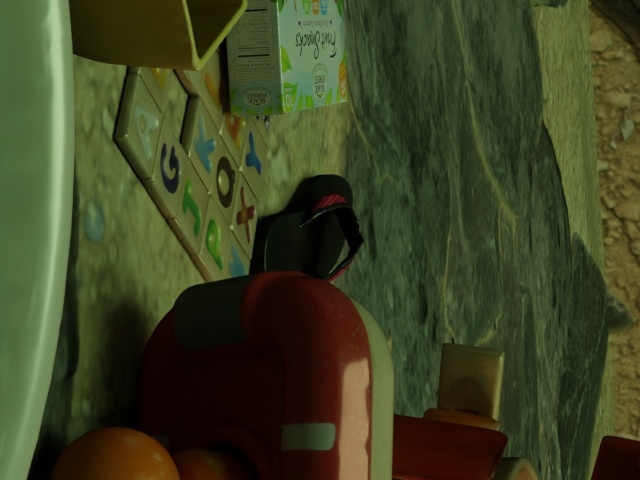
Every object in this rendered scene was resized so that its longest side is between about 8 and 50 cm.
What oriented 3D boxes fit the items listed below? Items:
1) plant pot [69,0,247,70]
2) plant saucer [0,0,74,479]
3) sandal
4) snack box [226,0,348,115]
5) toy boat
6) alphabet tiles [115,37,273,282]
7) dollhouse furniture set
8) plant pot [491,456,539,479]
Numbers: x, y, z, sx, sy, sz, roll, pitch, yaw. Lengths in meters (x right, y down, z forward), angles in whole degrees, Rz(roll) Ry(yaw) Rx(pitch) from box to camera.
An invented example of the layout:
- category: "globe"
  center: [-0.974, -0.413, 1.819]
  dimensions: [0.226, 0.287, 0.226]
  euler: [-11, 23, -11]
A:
- category: "plant pot"
  center: [-0.088, -0.124, 0.805]
  dimensions: [0.081, 0.083, 0.081]
  euler: [-63, 147, -58]
- category: "plant saucer"
  center: [-0.183, -0.045, 0.446]
  dimensions: [0.400, 0.100, 0.400]
  euler: [-1, 90, -73]
- category: "sandal"
  center: [0.000, 0.000, 1.168]
  dimensions: [0.179, 0.040, 0.067]
  euler: [-39, 126, -70]
- category: "snack box"
  center: [-0.020, -0.128, 1.090]
  dimensions: [0.141, 0.037, 0.100]
  euler: [-25, 114, -72]
- category: "toy boat"
  center: [-0.059, 0.123, 0.841]
  dimensions: [0.151, 0.151, 0.231]
  euler: [14, 72, -42]
- category: "alphabet tiles"
  center: [-0.059, -0.104, 1.035]
  dimensions: [0.198, 0.009, 0.237]
  euler: [62, 31, -56]
- category: "dollhouse furniture set"
  center: [0.081, 0.125, 1.052]
  dimensions: [0.262, 0.259, 0.135]
  euler: [-48, 144, -69]
- category: "plant pot"
  center: [0.105, 0.282, 1.377]
  dimensions: [0.237, 0.110, 0.237]
  euler: [-1, 90, -74]
